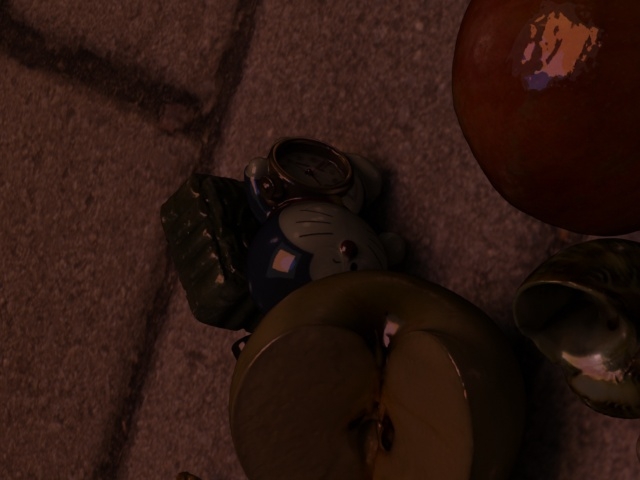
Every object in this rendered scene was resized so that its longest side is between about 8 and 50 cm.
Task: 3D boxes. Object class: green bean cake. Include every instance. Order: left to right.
[{"bbox_3d":[-0.081,0.018,2.198,0.094,0.183,0.185,-44,49,34],"label":"green bean cake"}]

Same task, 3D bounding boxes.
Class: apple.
[{"bbox_3d":[0.068,0.169,1.921,0.295,0.233,0.258,12,122,20],"label":"apple"},{"bbox_3d":[0.266,-0.156,1.705,0.301,0.301,0.301,-16,69,49],"label":"apple"}]

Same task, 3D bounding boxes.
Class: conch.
[{"bbox_3d":[0.271,0.078,1.757,0.124,0.187,0.181,-66,-8,-47],"label":"conch"}]

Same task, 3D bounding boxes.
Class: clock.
[{"bbox_3d":[0.000,0.000,2.091,0.243,0.199,0.146,-88,20,-49],"label":"clock"}]

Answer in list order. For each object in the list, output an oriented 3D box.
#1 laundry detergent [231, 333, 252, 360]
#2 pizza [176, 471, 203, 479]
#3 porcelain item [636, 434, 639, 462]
[{"bbox_3d":[-0.036,0.209,2.131,0.099,0.070,0.225,-43,69,49],"label":"laundry detergent"},{"bbox_3d":[-0.126,0.411,2.239,0.161,0.085,0.305,-42,53,37],"label":"pizza"},{"bbox_3d":[0.383,0.176,1.667,0.213,0.084,0.054,-23,37,46],"label":"porcelain item"}]
